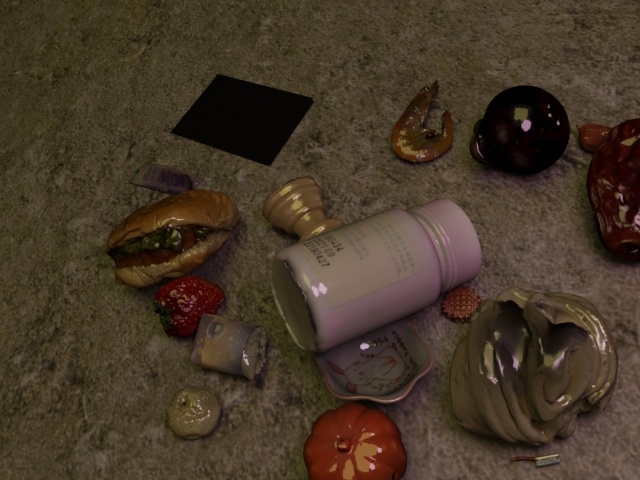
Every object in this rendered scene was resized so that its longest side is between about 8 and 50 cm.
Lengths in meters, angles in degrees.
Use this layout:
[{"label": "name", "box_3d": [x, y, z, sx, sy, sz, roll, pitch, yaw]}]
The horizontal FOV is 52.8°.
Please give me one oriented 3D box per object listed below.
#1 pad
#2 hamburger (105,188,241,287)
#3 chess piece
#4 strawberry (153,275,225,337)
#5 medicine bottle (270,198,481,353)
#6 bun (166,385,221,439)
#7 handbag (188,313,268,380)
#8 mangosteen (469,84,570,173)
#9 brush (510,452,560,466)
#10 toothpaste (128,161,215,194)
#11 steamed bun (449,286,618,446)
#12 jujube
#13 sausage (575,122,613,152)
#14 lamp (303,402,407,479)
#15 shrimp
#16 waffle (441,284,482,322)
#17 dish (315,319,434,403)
[{"label": "pad", "box_3d": [-0.223, -0.348, 1.816, 0.368, 0.007, 0.247, 20, 67, 28]}, {"label": "hamburger", "box_3d": [-0.347, -0.006, 1.491, 0.330, 0.162, 0.209, -21, 15, -3]}, {"label": "chess piece", "box_3d": [0.000, 0.000, 1.462, 0.139, 0.124, 0.307, -15, 52, -30]}, {"label": "strawberry", "box_3d": [-0.300, 0.143, 1.458, 0.131, 0.131, 0.148, 29, 49, 31]}, {"label": "medicine bottle", "box_3d": [0.108, 0.060, 1.265, 0.379, 0.213, 0.213, -20, 52, -18]}, {"label": "bun", "box_3d": [-0.266, 0.354, 1.337, 0.115, 0.069, 0.115, -8, 58, 13]}, {"label": "handbag", "box_3d": [-0.187, 0.229, 1.383, 0.173, 0.095, 0.117, 8, 77, 29]}, {"label": "mangosteen", "box_3d": [0.443, -0.240, 1.422, 0.210, 0.210, 0.209, -8, 56, 13]}, {"label": "brush", "box_3d": [0.378, 0.388, 1.135, 0.083, 0.019, 0.021, -9, 66, 11]}, {"label": "toothpaste", "box_3d": [-0.397, -0.158, 1.726, 0.301, 0.048, 0.075, 17, 92, 34]}, {"label": "steamed bun", "box_3d": [0.376, 0.211, 1.140, 0.275, 0.206, 0.320, 24, 72, 27]}, {"label": "jujube", "box_3d": [0.629, -0.104, 1.272, 0.197, 0.197, 0.290, 5, 66, 21]}, {"label": "sausage", "box_3d": [0.643, -0.219, 1.414, 0.169, 0.065, 0.065, 14, 64, 26]}, {"label": "lamp", "box_3d": [0.060, 0.384, 1.153, 0.188, 0.164, 0.187, -10, 55, 15]}, {"label": "shrimp", "box_3d": [0.260, -0.294, 1.593, 0.150, 0.068, 0.248, 12, 67, 10]}, {"label": "waffle", "box_3d": [0.291, 0.129, 1.326, 0.075, 0.029, 0.083, 34, 71, 32]}, {"label": "dish", "box_3d": [0.106, 0.249, 1.259, 0.230, 0.081, 0.229, -5, 37, 4]}]
